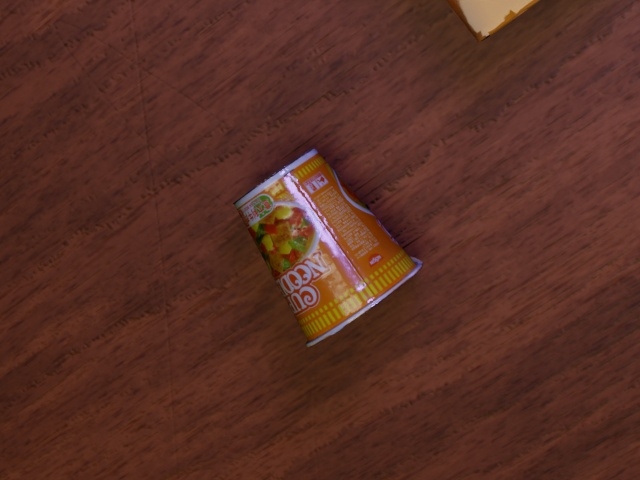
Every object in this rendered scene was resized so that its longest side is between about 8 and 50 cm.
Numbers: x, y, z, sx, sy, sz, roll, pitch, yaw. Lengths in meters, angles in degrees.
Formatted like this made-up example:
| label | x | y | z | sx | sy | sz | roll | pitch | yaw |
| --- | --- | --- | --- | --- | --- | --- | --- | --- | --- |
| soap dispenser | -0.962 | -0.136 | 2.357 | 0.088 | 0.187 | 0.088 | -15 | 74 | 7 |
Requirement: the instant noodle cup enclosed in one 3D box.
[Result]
| label | x | y | z | sx | sy | sz | roll | pitch | yaw |
| --- | --- | --- | --- | --- | --- | --- | --- | --- | --- |
| instant noodle cup | 0.000 | 0.000 | 1.950 | 0.168 | 0.168 | 0.185 | -34 | 92 | 22 |

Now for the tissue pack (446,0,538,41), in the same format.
| label | x | y | z | sx | sy | sz | roll | pitch | yaw |
| --- | --- | --- | --- | --- | --- | --- | --- | --- | --- |
| tissue pack | 0.166 | -0.381 | 1.762 | 0.194 | 0.145 | 0.274 | -34 | 100 | 24 |
